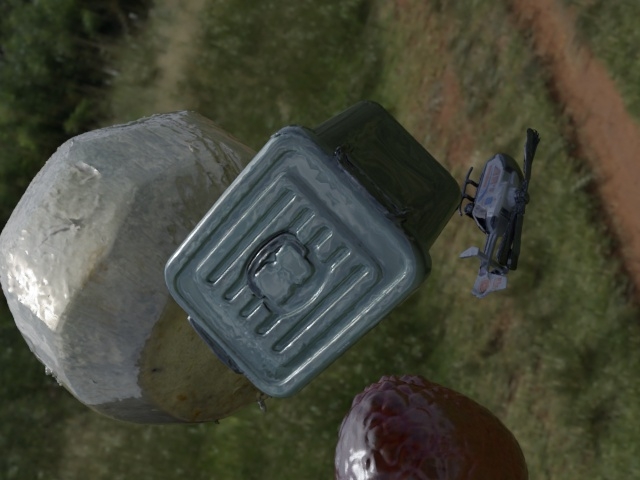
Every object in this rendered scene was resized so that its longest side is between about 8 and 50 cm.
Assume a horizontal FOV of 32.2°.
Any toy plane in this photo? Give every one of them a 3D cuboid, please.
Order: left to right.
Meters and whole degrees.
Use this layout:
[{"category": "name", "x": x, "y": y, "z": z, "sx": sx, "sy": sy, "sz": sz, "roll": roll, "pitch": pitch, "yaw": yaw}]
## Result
[{"category": "toy plane", "x": 0.189, "y": -0.026, "z": 1.194, "sx": 0.078, "sy": 0.053, "sz": 0.197, "roll": -18, "pitch": 48, "yaw": 51}]

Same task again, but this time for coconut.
[{"category": "coconut", "x": -0.187, "y": 0.022, "z": 1.282, "sx": 0.360, "sy": 0.346, "sz": 0.346, "roll": 37, "pitch": 114, "yaw": 42}]

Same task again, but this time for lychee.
[{"category": "lychee", "x": 0.146, "y": 0.316, "z": 1.437, "sx": 0.255, "sy": 0.300, "sz": 0.255, "roll": -31, "pitch": 1, "yaw": 0}]

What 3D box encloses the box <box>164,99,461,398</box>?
[{"category": "box", "x": 0.000, "y": 0.000, "z": 0.928, "sx": 0.243, "sy": 0.163, "sz": 0.135, "roll": -47, "pitch": -3, "yaw": 40}]
